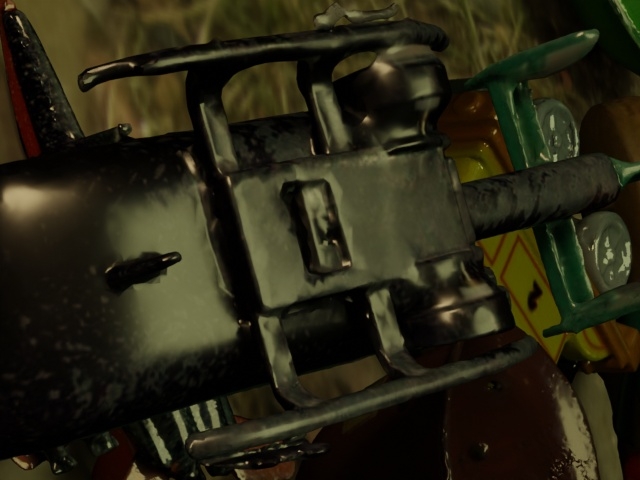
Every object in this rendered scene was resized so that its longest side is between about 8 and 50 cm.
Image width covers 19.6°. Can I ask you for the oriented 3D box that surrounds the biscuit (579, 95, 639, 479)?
[{"bbox_3d":[0.172,0.075,0.966,0.197,0.049,0.301,-155,-126,-76],"label":"biscuit"}]

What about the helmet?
[{"bbox_3d":[0.046,0.112,0.751,0.155,0.106,0.175,63,28,-18],"label":"helmet"}]

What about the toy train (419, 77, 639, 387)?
[{"bbox_3d":[0.075,0.012,0.860,0.219,0.089,0.127,56,47,-37],"label":"toy train"}]

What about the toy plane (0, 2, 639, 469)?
[{"bbox_3d":[0.000,0.000,0.548,0.381,0.155,0.106,-15,87,-41],"label":"toy plane"}]

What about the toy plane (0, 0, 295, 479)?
[{"bbox_3d":[-0.069,0.005,0.626,0.130,0.061,0.189,-22,99,-41],"label":"toy plane"}]

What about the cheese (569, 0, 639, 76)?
[{"bbox_3d":[0.171,-0.209,1.095,0.320,0.083,0.204,53,34,-23],"label":"cheese"}]
